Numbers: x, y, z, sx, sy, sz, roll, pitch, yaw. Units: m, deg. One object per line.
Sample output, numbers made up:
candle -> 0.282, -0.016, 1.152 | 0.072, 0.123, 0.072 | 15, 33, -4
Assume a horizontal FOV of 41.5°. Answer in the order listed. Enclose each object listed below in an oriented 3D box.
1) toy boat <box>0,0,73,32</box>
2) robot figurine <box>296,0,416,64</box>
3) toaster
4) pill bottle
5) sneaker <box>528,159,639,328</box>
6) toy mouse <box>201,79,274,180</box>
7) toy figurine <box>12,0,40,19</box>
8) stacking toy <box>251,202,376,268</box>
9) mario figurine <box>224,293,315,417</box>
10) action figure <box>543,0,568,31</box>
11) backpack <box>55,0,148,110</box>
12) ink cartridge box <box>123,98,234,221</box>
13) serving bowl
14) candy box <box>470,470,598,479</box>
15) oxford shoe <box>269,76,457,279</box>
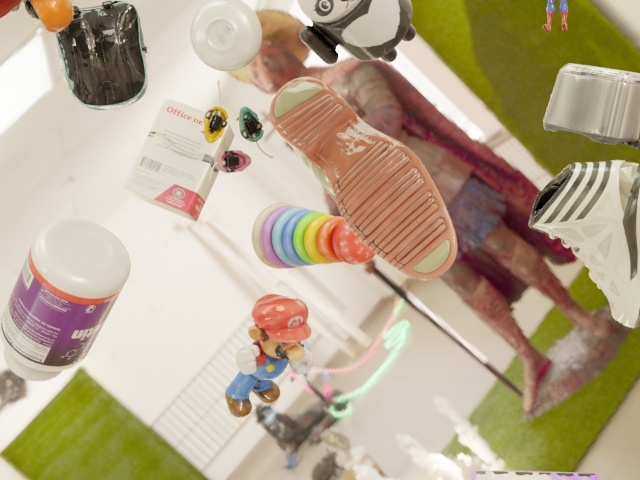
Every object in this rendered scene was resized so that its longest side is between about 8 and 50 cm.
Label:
toy boat -> -0.387, -0.351, 1.137 | 0.231, 0.151, 0.151 | -23, 7, 20
robot figurine -> 0.074, -0.467, 1.681 | 0.173, 0.278, 0.209 | 1, 70, 40
toaster -> 0.576, -0.281, 1.743 | 0.227, 0.129, 0.147 | 27, 114, 49
pill bottle -> -0.495, 0.123, 1.605 | 0.323, 0.181, 0.181 | -55, -1, 34
sneaker -> 0.567, -0.005, 1.739 | 0.169, 0.257, 0.448 | -60, -31, -34
toy mouse -> -0.141, -0.165, 1.414 | 0.031, 0.143, 0.161 | 4, 78, 51
toy figurine -> -0.501, -0.426, 1.284 | 0.213, 0.148, 0.210 | -17, -33, -32
stacking toy -> 0.000, 0.000, 1.673 | 0.141, 0.141, 0.330 | -48, 28, -22
mario figurine -> -0.093, 0.253, 1.743 | 0.198, 0.170, 0.321 | -71, 2, -51
action figure -> 0.315, -0.336, 1.120 | 0.030, 0.038, 0.115 | 31, -118, -60
backpack -> -0.410, -0.340, 1.603 | 0.165, 0.189, 0.144 | -13, -1, -14
ink cartridge box -> -0.328, -0.189, 1.990 | 0.100, 0.171, 0.237 | 71, -138, -78
serving bowl -> -0.109, -0.232, 0.952 | 0.083, 0.083, 0.027 | -45, 5, 15
candy box -> 0.334, 0.443, 1.312 | 0.070, 0.196, 0.165 | 146, 129, -66
oxford shoe -> 0.079, -0.090, 1.296 | 0.140, 0.397, 0.146 | -37, -26, 3
